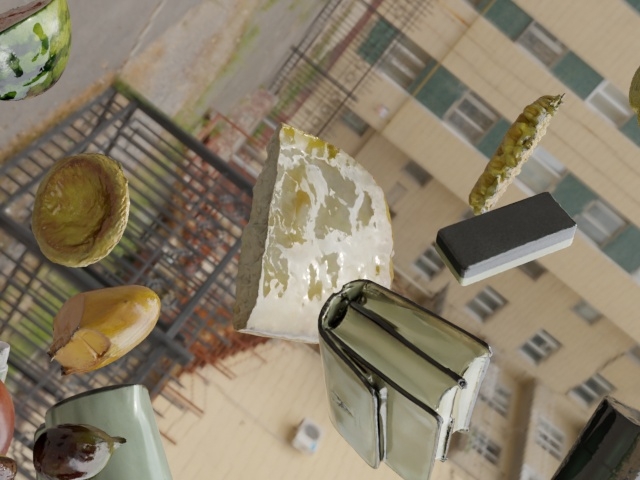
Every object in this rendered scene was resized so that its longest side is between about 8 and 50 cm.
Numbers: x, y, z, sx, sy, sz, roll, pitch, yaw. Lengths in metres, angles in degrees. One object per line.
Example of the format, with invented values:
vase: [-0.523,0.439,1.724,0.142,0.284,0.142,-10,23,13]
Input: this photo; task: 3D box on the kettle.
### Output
kettle: [-0.465,0.528,1.793,0.361,0.377,0.250,-31,158,33]

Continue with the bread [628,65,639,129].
bread: [0.720,-0.266,1.595,0.148,0.270,0.270,7,135,-43]

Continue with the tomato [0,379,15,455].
tomato: [-0.647,0.314,1.433,0.224,0.256,0.256,0,-137,41]

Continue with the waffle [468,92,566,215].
waffle: [0.393,-0.179,1.731,0.329,0.062,0.329,-51,168,-15]

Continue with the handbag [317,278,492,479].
handbag: [0.110,0.231,1.322,0.160,0.236,0.359,-46,156,-23]

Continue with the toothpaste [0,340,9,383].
toothpaste: [-0.695,0.356,1.754,0.058,0.055,0.315,-129,-125,-71]

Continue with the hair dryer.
hair dryer: [0.480,0.399,1.246,0.244,0.302,0.116,-62,-173,12]

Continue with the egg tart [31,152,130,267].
egg tart: [-0.611,-0.076,2.237,0.319,0.319,0.128,-51,156,3]

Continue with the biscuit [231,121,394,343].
biscuit: [-0.001,0.000,1.776,0.104,0.446,0.430,-10,-107,42]

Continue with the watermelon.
watermelon: [-0.468,-0.300,1.359,0.159,0.129,0.303,-8,-149,23]

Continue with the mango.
mango: [-0.392,0.151,1.548,0.252,0.154,0.126,-29,-127,24]

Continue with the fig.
fig: [-0.401,0.353,1.431,0.154,0.109,0.103,-13,135,-42]

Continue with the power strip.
power strip: [0.346,-0.006,1.568,0.256,0.105,0.070,-20,143,-14]

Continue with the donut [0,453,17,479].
donut: [-0.455,0.292,1.091,0.140,0.140,0.059,141,-31,-71]
